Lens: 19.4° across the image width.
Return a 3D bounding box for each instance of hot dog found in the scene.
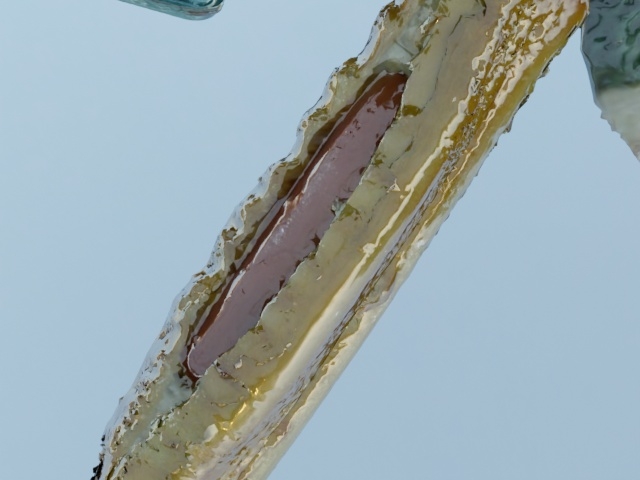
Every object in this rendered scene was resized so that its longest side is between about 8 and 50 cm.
[{"bbox_3d":[0.001,0.000,0.726,0.068,0.083,0.289,38,-81,26],"label":"hot dog"}]

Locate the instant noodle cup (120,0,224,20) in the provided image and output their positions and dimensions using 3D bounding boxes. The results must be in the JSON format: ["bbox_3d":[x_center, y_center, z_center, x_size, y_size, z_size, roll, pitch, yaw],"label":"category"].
[{"bbox_3d":[-0.134,-0.238,1.305,0.157,0.070,0.179,13,-141,-11],"label":"instant noodle cup"}]

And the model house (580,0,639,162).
[{"bbox_3d":[0.312,-0.174,1.017,0.284,0.243,0.298,-7,-121,27],"label":"model house"}]
